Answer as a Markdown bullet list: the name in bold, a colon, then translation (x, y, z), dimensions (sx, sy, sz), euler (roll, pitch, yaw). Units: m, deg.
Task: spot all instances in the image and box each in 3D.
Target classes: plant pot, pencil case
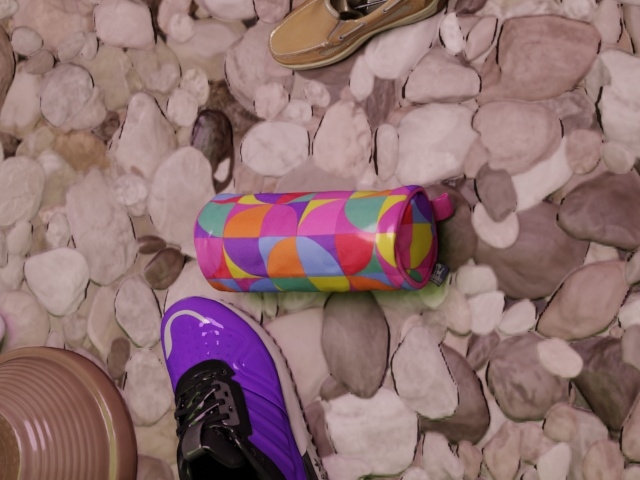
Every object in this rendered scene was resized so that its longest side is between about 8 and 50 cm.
- **plant pot**: translation (-0.312, 0.223, 1.724), dimensions (0.237, 0.110, 0.237), euler (-4, 82, 30)
- **pencil case**: translation (0.000, 0.000, 1.569), dimensions (0.236, 0.104, 0.104), euler (-1, 85, 29)

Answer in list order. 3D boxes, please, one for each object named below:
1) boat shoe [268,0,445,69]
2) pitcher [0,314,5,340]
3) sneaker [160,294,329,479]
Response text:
- **boat shoe**: translation (0.021, -0.217, 1.589), dimensions (0.190, 0.072, 0.068), euler (-24, 73, 27)
- **pitcher**: translation (-0.450, 0.116, 1.818), dimensions (0.207, 0.178, 0.125), euler (15, 132, 44)
- **sneaker**: translation (-0.086, 0.174, 1.570), dimensions (0.102, 0.146, 0.293), euler (-37, 68, 23)
